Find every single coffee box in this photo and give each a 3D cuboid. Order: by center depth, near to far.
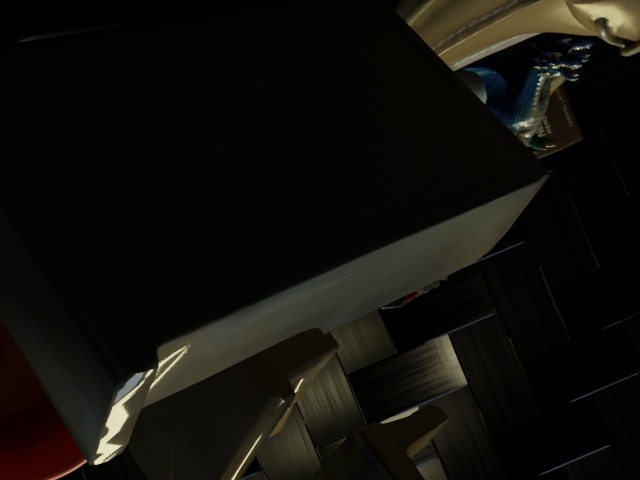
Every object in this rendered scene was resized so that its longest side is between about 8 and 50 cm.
[{"bbox_3d":[0.445,-0.242,1.792,0.098,0.141,0.246,-22,179,8],"label":"coffee box"}]

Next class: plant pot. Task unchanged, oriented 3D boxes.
[{"bbox_3d":[-0.391,0.147,1.097,0.275,0.274,0.243,-22,-170,-27],"label":"plant pot"}]

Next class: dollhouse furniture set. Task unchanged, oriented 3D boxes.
[{"bbox_3d":[-0.086,0.070,0.531,0.257,0.362,0.394,-21,153,-38],"label":"dollhouse furniture set"}]

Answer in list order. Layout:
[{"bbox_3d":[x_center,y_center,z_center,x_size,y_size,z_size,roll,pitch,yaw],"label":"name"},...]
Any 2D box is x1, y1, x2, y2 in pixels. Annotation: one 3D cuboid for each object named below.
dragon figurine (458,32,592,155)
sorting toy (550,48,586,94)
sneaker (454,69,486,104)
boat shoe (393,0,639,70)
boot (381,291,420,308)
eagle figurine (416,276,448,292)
[{"bbox_3d":[0.198,-0.174,1.057,0.085,0.144,0.289,-24,-160,-39],"label":"dragon figurine"},{"bbox_3d":[0.335,-0.229,1.482,0.229,0.041,0.307,-41,176,10],"label":"sorting toy"},{"bbox_3d":[0.077,-0.129,1.012,0.235,0.090,0.095,-24,170,17],"label":"sneaker"},{"bbox_3d":[0.191,-0.161,0.510,0.341,0.110,0.122,-23,179,32],"label":"boat shoe"},{"bbox_3d":[0.000,0.000,1.202,0.378,0.138,0.284,-26,-148,-18],"label":"boot"},{"bbox_3d":[0.012,-0.048,0.836,0.299,0.225,0.226,-13,173,1],"label":"eagle figurine"}]
